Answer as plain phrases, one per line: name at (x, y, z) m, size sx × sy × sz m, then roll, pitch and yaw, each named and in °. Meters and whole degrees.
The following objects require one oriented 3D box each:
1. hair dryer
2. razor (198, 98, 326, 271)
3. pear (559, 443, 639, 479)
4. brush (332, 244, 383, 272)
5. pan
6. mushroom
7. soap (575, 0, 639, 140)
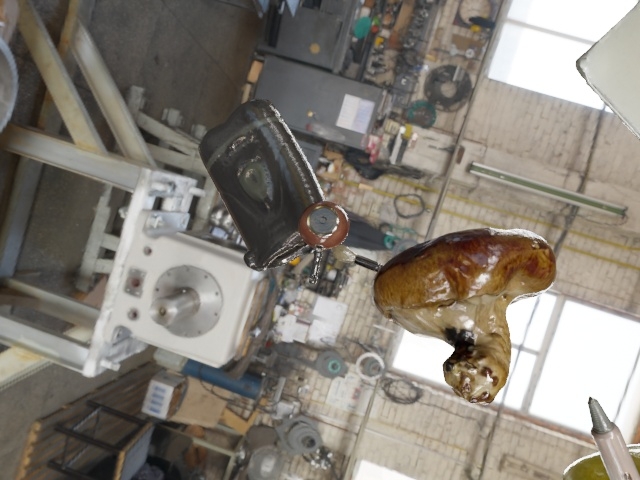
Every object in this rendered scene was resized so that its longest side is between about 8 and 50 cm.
hair dryer at (0.403, 0.290, 0.630) m, size 0.053 × 0.195 × 0.220 m, roll -58°, pitch 136°, yaw -84°
razor at (-0.115, -0.115, 1.025) m, size 0.205 × 0.348 × 0.113 m, roll -32°, pitch 161°, yaw 14°
pear at (0.584, 0.430, 0.776) m, size 0.340 × 0.387 × 0.191 m, roll -26°, pitch 133°, yaw -83°
brush at (0.163, 0.078, 1.230) m, size 0.039 × 0.300 × 0.042 m, roll -23°, pitch 134°, yaw -70°
pan at (0.000, 0.000, 0.659) m, size 0.023 × 0.069 × 0.115 m, roll 72°, pitch 28°, yaw -76°
mushroom at (0.216, 0.097, 0.785) m, size 0.267 × 0.268 × 0.254 m, roll 40°, pitch 64°, yaw -84°
soap at (0.269, -0.089, 0.307) m, size 0.064 × 0.183 × 0.121 m, roll -26°, pitch 166°, yaw -42°
